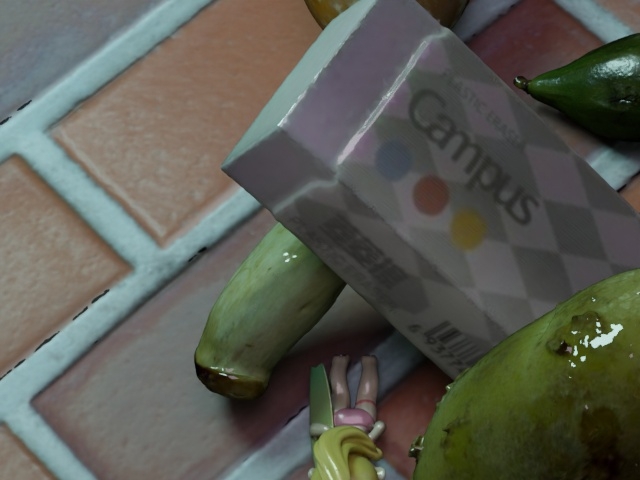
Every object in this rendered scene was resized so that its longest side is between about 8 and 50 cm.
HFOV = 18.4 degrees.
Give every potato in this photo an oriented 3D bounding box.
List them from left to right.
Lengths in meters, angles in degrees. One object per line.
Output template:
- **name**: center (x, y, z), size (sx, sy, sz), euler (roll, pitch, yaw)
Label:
- **potato**: center (0.223, 0.166, 1.597), size (0.269, 0.359, 0.219), euler (26, 31, 1)

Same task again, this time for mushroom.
- **mushroom**: center (0.000, 0.002, 1.765), size (0.087, 0.107, 0.333), euler (35, 100, -21)

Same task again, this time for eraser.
- **eraser**: center (0.126, -0.015, 1.714), size (0.397, 0.082, 0.213), euler (41, 73, -18)

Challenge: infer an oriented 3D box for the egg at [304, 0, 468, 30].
- **egg**: center (0.065, -0.283, 1.941), size (0.194, 0.195, 0.233), euler (1, 59, 4)

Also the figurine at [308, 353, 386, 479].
- **figurine**: center (0.022, 0.174, 1.762), size (0.083, 0.083, 0.187), euler (4, 52, 5)

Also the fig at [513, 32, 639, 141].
- **fig**: center (0.276, -0.143, 1.906), size (0.177, 0.117, 0.117), euler (-9, 60, 17)
